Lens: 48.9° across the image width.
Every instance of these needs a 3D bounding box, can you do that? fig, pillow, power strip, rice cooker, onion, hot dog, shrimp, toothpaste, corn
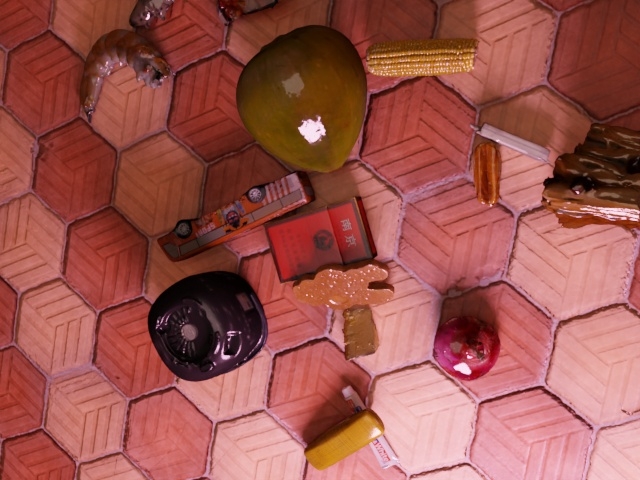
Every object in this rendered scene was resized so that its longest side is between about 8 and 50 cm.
[{"bbox_3d":[-0.028,-0.299,1.549,0.316,0.316,0.316,1,95,17],"label":"fig"},{"bbox_3d":[-0.386,-0.618,1.738,0.093,0.051,0.241,38,101,11],"label":"pillow"},{"bbox_3d":[0.413,-0.217,1.532,0.191,0.047,0.030,26,97,12],"label":"power strip"},{"bbox_3d":[-0.266,0.203,1.676,0.267,0.224,0.267,1,95,15],"label":"rice cooker"},{"bbox_3d":[0.328,0.244,1.545,0.150,0.140,0.150,0,100,0],"label":"onion"},{"bbox_3d":[0.370,-0.145,1.556,0.062,0.038,0.144,-3,96,14],"label":"hot dog"},{"bbox_3d":[-0.519,-0.436,1.784,0.287,0.068,0.185,-20,87,19],"label":"shrimp"},{"bbox_3d":[0.116,0.445,1.683,0.052,0.033,0.218,-31,89,22],"label":"toothpaste"},{"bbox_3d":[0.224,-0.404,1.557,0.248,0.081,0.081,2,95,16],"label":"corn"}]

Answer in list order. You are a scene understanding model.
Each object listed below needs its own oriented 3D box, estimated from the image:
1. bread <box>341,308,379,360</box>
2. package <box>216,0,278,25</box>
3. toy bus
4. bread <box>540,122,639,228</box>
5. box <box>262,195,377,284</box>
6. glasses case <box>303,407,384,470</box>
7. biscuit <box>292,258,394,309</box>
[{"bbox_3d":[0.092,0.214,1.644,0.084,0.080,0.109,-12,92,16],"label":"bread"},{"bbox_3d":[-0.200,-0.593,1.622,0.232,0.040,0.166,0,120,48],"label":"package"},{"bbox_3d":[-0.209,-0.058,1.708,0.408,0.093,0.092,-24,89,18],"label":"toy bus"},{"bbox_3d":[0.625,-0.115,1.351,0.369,0.314,0.192,6,87,21],"label":"bread"},{"bbox_3d":[-0.001,0.000,1.660,0.239,0.074,0.153,-16,87,17],"label":"box"},{"bbox_3d":[0.053,0.471,1.668,0.234,0.064,0.079,-40,86,29],"label":"glasses case"},{"bbox_3d":[0.051,0.107,1.636,0.236,0.040,0.144,-6,127,18],"label":"biscuit"}]
